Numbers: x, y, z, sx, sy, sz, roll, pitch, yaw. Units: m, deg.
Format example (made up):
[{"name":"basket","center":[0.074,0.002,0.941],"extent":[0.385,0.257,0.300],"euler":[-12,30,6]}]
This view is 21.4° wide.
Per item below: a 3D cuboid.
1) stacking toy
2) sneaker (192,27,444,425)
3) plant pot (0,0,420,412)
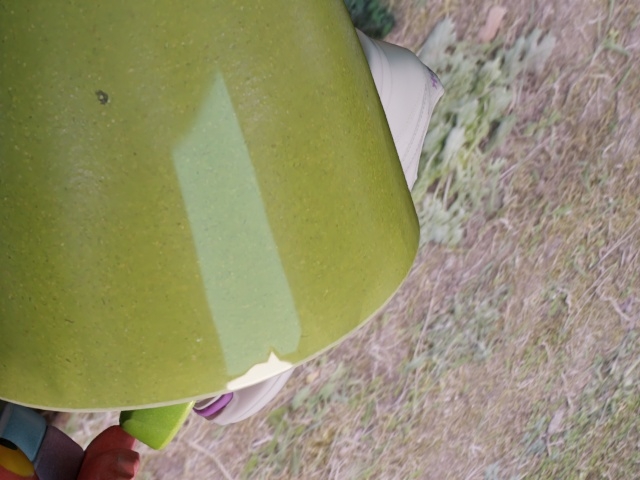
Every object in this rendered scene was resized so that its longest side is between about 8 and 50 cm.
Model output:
[{"name":"stacking toy","center":[-0.163,0.107,1.020],"extent":[0.279,0.130,0.309],"euler":[-65,-172,-9]},{"name":"sneaker","center":[0.000,0.000,1.199],"extent":[0.152,0.114,0.305],"euler":[4,117,-52]},{"name":"plant pot","center":[-0.105,-0.111,0.863],"extent":[0.275,0.275,0.293],"euler":[-31,126,-31]}]
